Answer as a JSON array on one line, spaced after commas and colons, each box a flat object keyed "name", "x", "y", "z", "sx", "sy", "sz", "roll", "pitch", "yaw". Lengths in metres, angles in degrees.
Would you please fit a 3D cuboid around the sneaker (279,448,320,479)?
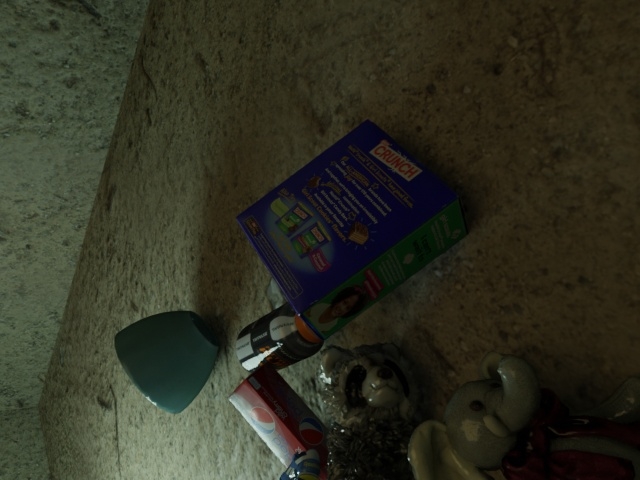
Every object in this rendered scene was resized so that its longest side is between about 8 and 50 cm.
[{"name": "sneaker", "x": -0.037, "y": 0.448, "z": 0.928, "sx": 0.144, "sy": 0.053, "sz": 0.059, "roll": -49, "pitch": 26, "yaw": 48}]

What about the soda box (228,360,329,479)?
[{"name": "soda box", "x": -0.070, "y": 0.394, "z": 1.010, "sx": 0.263, "sy": 0.083, "sz": 0.092, "roll": 46, "pitch": 123, "yaw": 11}]

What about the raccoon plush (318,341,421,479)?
[{"name": "raccoon plush", "x": 0.047, "y": 0.393, "z": 0.875, "sx": 0.446, "sy": 0.216, "sz": 0.299, "roll": -57, "pitch": 35, "yaw": 33}]

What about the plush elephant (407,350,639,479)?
[{"name": "plush elephant", "x": 0.271, "y": 0.244, "z": 0.578, "sx": 0.255, "sy": 0.272, "sz": 0.330, "roll": 35, "pitch": 140, "yaw": 17}]

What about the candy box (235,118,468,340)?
[{"name": "candy box", "x": 0.049, "y": -0.029, "z": 0.849, "sx": 0.317, "sy": 0.122, "sz": 0.268, "roll": -37, "pitch": 51, "yaw": -1}]

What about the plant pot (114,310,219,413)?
[{"name": "plant pot", "x": -0.412, "y": 0.315, "z": 1.369, "sx": 0.195, "sy": 0.290, "sz": 0.290, "roll": -39, "pitch": 50, "yaw": -4}]

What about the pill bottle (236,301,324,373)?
[{"name": "pill bottle", "x": -0.077, "y": 0.215, "z": 1.073, "sx": 0.246, "sy": 0.130, "sz": 0.130, "roll": -35, "pitch": 62, "yaw": 41}]
